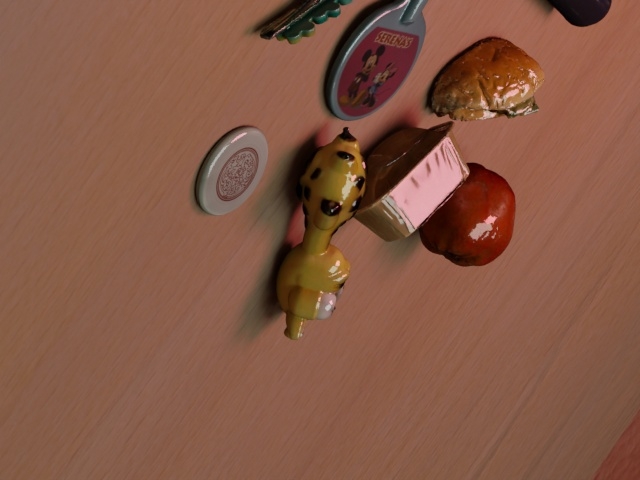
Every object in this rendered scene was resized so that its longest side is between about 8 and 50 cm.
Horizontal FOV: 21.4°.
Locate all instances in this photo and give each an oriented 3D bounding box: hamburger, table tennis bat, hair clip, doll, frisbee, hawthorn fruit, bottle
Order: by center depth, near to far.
[{"bbox_3d":[0.005,-0.255,1.811,0.173,0.049,0.049,-44,150,-25],"label":"hair clip"},{"bbox_3d":[-0.095,-0.076,1.873,0.110,0.014,0.110,-38,147,-30],"label":"frisbee"},{"bbox_3d":[0.085,-0.245,1.966,0.153,0.040,0.244,4,121,-58],"label":"table tennis bat"},{"bbox_3d":[0.001,0.000,2.034,0.117,0.086,0.291,-70,175,-54],"label":"doll"},{"bbox_3d":[0.230,-0.204,2.170,0.176,0.102,0.087,-28,129,-42],"label":"hamburger"},{"bbox_3d":[0.304,-0.342,2.174,0.244,0.082,0.072,25,53,-63],"label":"bottle"},{"bbox_3d":[0.199,-0.037,2.265,0.138,0.133,0.133,-64,154,-14],"label":"hawthorn fruit"}]

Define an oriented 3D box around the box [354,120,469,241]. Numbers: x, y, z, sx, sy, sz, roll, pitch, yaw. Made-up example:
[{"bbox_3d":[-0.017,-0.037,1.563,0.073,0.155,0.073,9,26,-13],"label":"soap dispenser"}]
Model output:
[{"bbox_3d":[0.104,-0.078,2.104,0.177,0.111,0.111,-44,150,-24],"label":"box"}]
